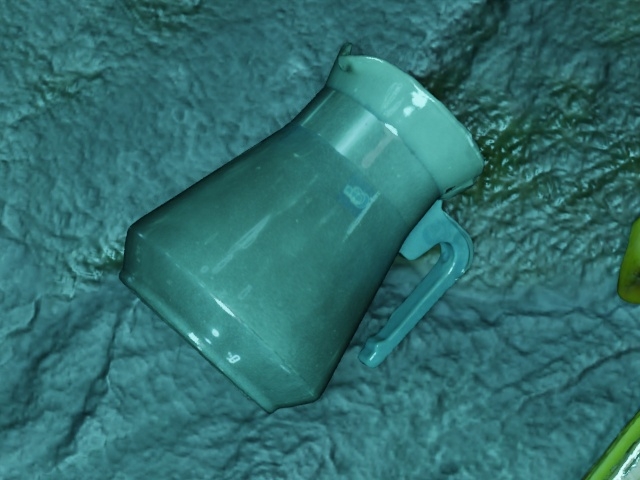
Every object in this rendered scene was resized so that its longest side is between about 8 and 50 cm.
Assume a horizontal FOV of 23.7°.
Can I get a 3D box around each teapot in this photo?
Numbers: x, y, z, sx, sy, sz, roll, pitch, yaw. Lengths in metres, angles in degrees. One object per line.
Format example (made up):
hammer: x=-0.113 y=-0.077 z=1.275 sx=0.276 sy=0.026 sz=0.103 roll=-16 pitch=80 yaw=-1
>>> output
teapot: x=0.000 y=0.000 z=1.037 sx=0.225 sy=0.171 sz=0.203 roll=-47 pitch=121 yaw=-6

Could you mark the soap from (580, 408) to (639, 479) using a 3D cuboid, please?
soap: x=0.273 y=0.168 z=1.065 sx=0.135 sy=0.076 sz=0.233 roll=38 pitch=91 yaw=0

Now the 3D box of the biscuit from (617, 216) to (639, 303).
biscuit: x=0.306 y=-0.034 z=1.062 sx=0.174 sy=0.039 sz=0.183 roll=1 pitch=58 yaw=38
